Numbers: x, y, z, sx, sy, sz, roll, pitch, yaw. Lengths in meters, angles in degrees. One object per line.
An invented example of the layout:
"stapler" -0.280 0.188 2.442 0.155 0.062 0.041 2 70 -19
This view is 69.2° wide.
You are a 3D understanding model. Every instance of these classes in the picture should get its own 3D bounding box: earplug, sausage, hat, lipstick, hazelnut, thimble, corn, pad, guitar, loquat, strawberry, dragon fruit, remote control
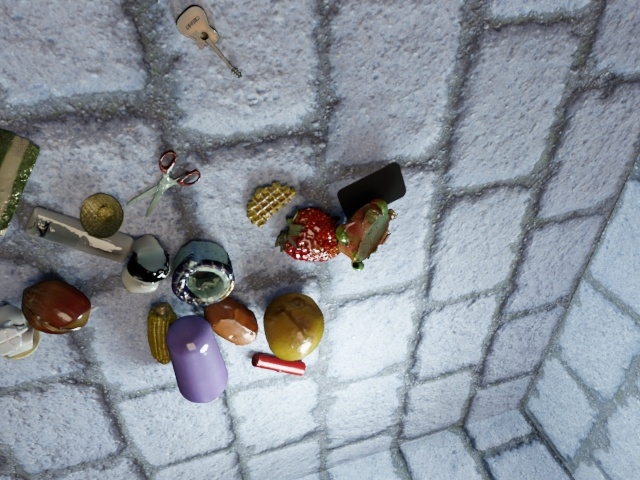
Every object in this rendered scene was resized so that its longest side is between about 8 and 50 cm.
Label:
"earplug" -0.497 0.460 1.845 0.215 0.215 0.455 -12 141 -13
"sausage" -0.364 0.328 1.898 0.153 0.141 0.268 -38 130 9
"hat" -0.695 -0.079 1.507 0.146 0.067 0.146 0 91 3
"lipstick" -0.198 0.594 2.219 0.280 0.073 0.073 21 116 -32
"hazelnut" -0.907 0.232 1.584 0.212 0.181 0.181 -40 153 23
"thimble" -0.434 0.118 1.702 0.237 0.150 0.237 -10 128 -12
"corn" -0.627 0.371 1.846 0.119 0.119 0.321 -3 132 -19
"pad" 0.204 -0.184 1.815 0.267 0.004 0.181 -26 132 0
"guitar" -0.303 -0.551 1.314 0.088 0.025 0.233 -38 131 9
"loquat" -0.107 0.362 1.939 0.276 0.276 0.283 -13 120 -12
"strawberry" 0.000 0.000 1.793 0.306 0.137 0.233 14 118 -28
"dragon fruit" 0.169 -0.030 1.792 0.295 0.130 0.268 -63 155 8
"remote control" -0.785 -0.006 1.527 0.313 0.055 0.109 22 116 -33

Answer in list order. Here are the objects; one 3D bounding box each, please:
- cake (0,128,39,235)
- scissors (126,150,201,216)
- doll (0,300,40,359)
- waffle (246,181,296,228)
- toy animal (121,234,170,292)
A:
"cake" -0.910 -0.152 1.291 0.158 0.172 0.283 26 112 -37
"scissors" -0.523 -0.176 1.526 0.248 0.017 0.144 -40 129 13
"doll" -1.037 0.334 1.556 0.144 0.271 0.208 -23 119 -26
"waffle" -0.182 -0.126 1.679 0.161 0.046 0.192 6 124 -25
"toy animal" -0.612 0.097 1.625 0.138 0.166 0.179 18 129 -31
